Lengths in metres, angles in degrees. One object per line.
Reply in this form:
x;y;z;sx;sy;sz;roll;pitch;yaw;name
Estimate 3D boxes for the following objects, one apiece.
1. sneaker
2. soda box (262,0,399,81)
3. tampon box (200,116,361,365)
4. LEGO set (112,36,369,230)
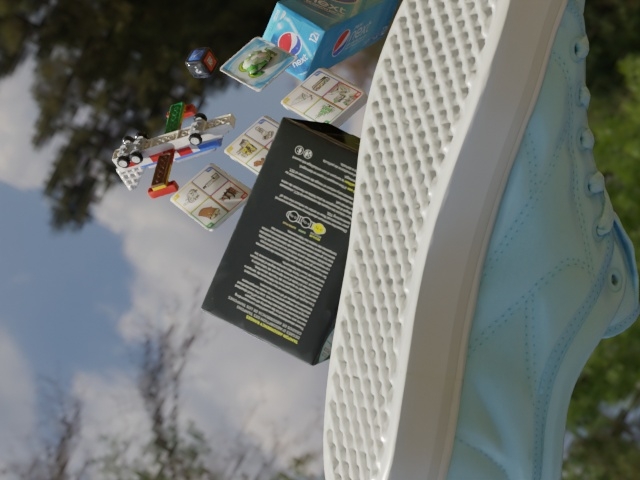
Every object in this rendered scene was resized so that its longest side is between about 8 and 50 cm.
0.106;-0.016;0.867;0.150;0.365;0.135;8;-169;-24;sneaker
0.014;-0.251;1.823;0.067;0.071;0.210;32;-148;13;soda box
0.000;0.000;1.229;0.101;0.161;0.120;26;-170;14;tampon box
-0.081;-0.096;1.433;0.244;0.182;0.060;34;162;50;LEGO set
